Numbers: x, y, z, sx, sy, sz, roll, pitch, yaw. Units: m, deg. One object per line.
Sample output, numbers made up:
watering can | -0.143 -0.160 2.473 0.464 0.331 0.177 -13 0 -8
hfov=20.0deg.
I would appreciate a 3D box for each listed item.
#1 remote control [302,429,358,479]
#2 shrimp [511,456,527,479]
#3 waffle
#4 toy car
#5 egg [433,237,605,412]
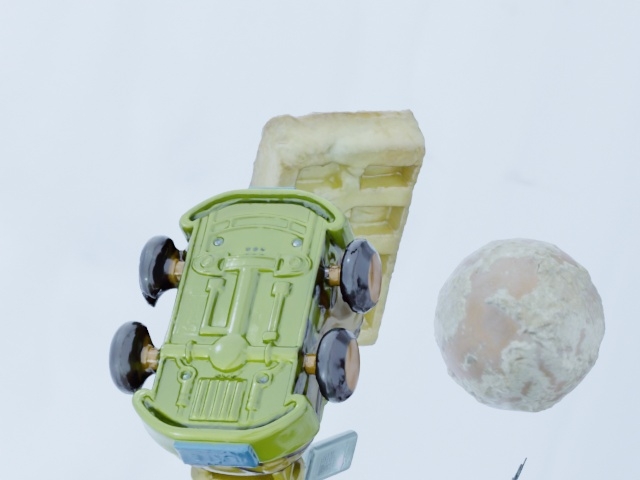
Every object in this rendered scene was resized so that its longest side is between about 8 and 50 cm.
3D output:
remote control | 0.009 0.250 2.091 0.124 0.018 0.053 -10 115 -63
shrimp | 0.166 0.332 1.917 0.090 0.079 0.233 -108 -138 -81
waffle | 0.000 0.000 1.783 0.168 0.057 0.274 -5 127 -28
toy car | -0.050 0.085 1.467 0.142 0.200 0.248 69 31 -52
egg | 0.232 0.101 2.139 0.245 0.203 0.203 89 26 -59
